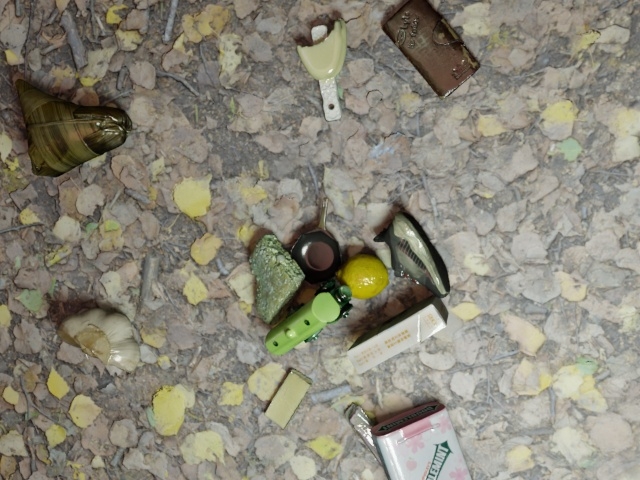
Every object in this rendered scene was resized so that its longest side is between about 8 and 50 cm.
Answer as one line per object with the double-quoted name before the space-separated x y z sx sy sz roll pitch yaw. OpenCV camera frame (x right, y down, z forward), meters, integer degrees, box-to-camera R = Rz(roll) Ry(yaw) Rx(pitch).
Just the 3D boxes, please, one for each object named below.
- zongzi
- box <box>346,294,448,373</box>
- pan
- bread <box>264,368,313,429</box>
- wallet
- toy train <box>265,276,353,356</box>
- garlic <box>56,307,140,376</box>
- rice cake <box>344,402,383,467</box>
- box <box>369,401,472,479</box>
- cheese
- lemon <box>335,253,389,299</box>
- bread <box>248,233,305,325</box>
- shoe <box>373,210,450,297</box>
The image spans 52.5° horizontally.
"zongzi" -0.660 -0.341 1.704 0.285 0.134 0.289 -22 82 9
"box" 0.184 0.214 1.514 0.233 0.149 0.067 -32 89 15
"pan" 0.014 0.009 1.591 0.128 0.048 0.202 35 104 8
"bread" -0.082 0.407 1.663 0.068 0.028 0.154 32 103 10
"wallet" 0.255 -0.450 1.498 0.122 0.031 0.232 -40 84 16
"toy train" -0.030 0.190 1.533 0.105 0.157 0.253 53 132 3
"garlic" -0.578 0.255 1.730 0.229 0.178 0.143 26 69 -6
"rice cake" 0.153 0.521 1.601 0.055 0.049 0.270 -38 85 -7
"box" 0.265 0.590 1.524 0.190 0.112 0.370 -18 91 -10
"cheese" 0.017 -0.404 1.554 0.127 0.050 0.235 -10 94 13
"lemon" 0.100 0.087 1.545 0.133 0.109 0.109 6 96 2
"bread" -0.111 0.102 1.598 0.172 0.064 0.232 1 96 42
"shoe" 0.214 0.044 1.525 0.112 0.099 0.228 -31 83 22
